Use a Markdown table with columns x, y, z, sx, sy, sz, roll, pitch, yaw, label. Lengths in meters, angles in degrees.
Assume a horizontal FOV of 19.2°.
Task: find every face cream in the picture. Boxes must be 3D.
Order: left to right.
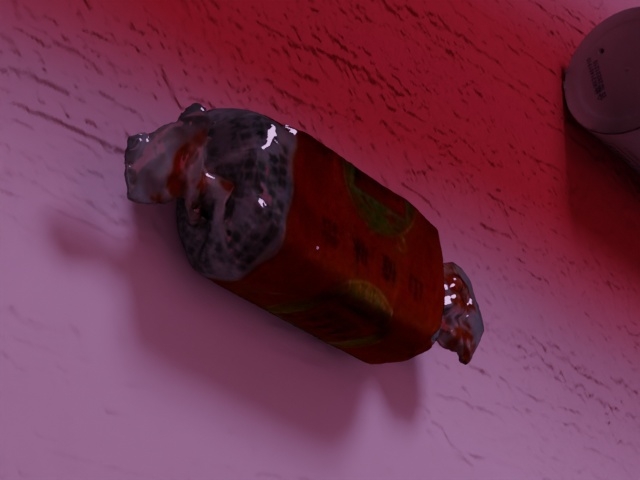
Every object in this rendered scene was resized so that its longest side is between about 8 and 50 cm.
| x | y | z | sx | sy | sz | roll | pitch | yaw | label |
| --- | --- | --- | --- | --- | --- | --- | --- | --- | --- |
| 0.265 | -0.073 | 1.328 | 0.214 | 0.096 | 0.096 | 33 | 49 | -46 | face cream |

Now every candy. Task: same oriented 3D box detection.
| x | y | z | sx | sy | sz | roll | pitch | yaw | label |
| --- | --- | --- | --- | --- | --- | --- | --- | --- | --- |
| -0.001 | 0.001 | 0.924 | 0.292 | 0.059 | 0.086 | 31 | 54 | -46 | candy |
